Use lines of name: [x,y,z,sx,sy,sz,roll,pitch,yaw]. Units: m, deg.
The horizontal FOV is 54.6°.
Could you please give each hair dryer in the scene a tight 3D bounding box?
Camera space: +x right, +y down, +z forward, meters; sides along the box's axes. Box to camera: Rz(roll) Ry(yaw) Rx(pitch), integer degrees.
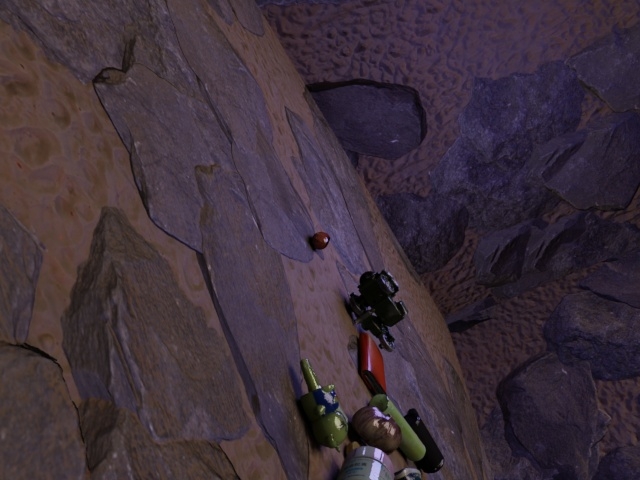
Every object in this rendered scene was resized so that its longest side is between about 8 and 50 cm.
hair dryer: [0.342,0.676,2.206,0.197,0.089,0.251,59,6,-13]

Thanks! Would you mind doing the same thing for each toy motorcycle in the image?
toy motorcycle: [0.217,0.242,2.183,0.275,0.205,0.127,51,15,-4]

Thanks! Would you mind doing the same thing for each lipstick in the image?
lipstick: [0.245,0.598,1.971,0.304,0.076,0.076,56,17,-33]

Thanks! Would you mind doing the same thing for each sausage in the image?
sausage: [0.000,0.000,2.130,0.054,0.059,0.094,22,13,7]

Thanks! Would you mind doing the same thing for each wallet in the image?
wallet: [0.174,0.418,2.072,0.142,0.045,0.204,56,16,-23]

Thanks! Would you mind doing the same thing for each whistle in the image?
whistle: [0.003,0.385,1.452,0.105,0.085,0.227,48,20,-73]

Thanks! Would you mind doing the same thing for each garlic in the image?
garlic: [0.157,0.513,1.690,0.159,0.102,0.147,50,-18,-29]

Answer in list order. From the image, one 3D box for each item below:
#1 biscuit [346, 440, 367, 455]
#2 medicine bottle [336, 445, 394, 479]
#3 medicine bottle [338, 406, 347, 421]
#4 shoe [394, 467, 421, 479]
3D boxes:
biscuit: [0.127,0.607,1.623,0.234,0.030,0.153,54,14,-36]
medicine bottle: [0.100,0.561,1.403,0.135,0.135,0.168,64,15,-3]
medicine bottle: [0.030,0.429,1.546,0.083,0.047,0.047,58,16,-20]
shoe: [0.266,0.724,1.855,0.143,0.064,0.071,40,28,-53]
